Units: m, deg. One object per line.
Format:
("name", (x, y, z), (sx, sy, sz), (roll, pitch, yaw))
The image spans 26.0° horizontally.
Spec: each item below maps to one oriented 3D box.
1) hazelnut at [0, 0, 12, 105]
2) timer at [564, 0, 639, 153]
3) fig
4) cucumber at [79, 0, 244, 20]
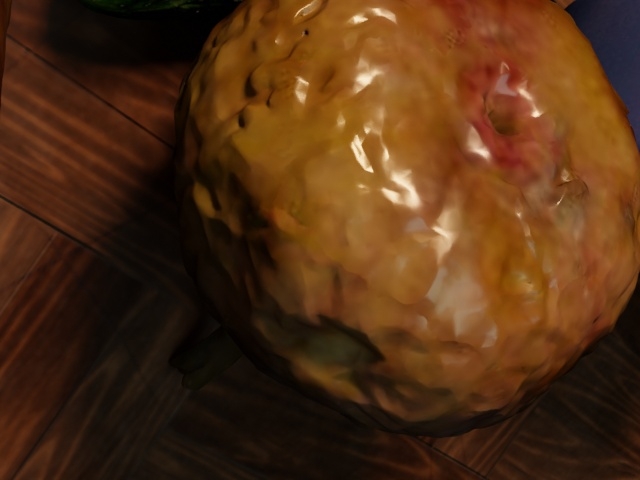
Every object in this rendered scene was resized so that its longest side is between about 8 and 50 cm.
("hazelnut", (-0.243, -0.086, 0.670), (0.178, 0.178, 0.204), (22, 99, -40))
("timer", (0.307, -0.180, 0.992), (0.270, 0.270, 0.383), (26, 82, -41))
("fig", (0.000, 0.000, 0.846), (0.286, 0.286, 0.369), (22, 144, -34))
("cucumber", (-0.040, -0.172, 0.839), (0.241, 0.074, 0.074), (-11, 119, -28))
